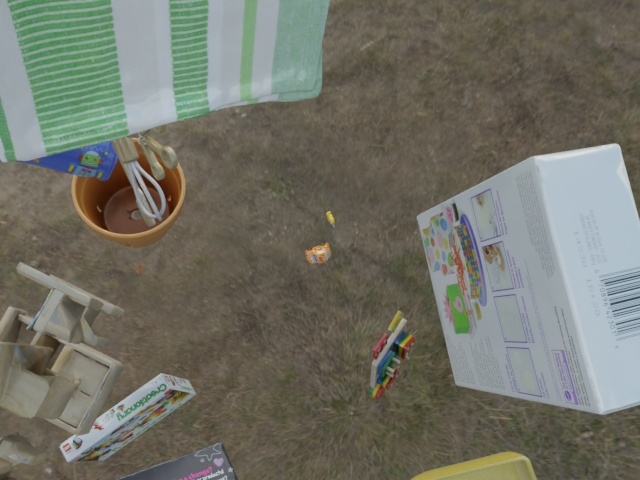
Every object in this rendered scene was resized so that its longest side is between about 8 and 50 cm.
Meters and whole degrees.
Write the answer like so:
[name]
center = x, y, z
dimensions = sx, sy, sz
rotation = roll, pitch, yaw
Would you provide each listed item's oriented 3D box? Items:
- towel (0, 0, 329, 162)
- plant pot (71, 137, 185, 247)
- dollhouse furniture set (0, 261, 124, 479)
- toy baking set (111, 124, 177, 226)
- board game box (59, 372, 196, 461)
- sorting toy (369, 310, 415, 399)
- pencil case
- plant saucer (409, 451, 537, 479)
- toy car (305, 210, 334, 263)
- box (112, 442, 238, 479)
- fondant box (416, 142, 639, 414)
[towel]
center = -0.138, -0.188, 0.572
dimensions = 0.325, 0.247, 0.038
rotation = -16, 58, -19
[plant pot]
center = -0.515, -0.108, 1.821
dimensions = 0.291, 0.203, 0.290
rotation = 3, 69, -8
[dollhouse furniture set]
center = -0.551, 0.232, 1.185
dimensions = 0.257, 0.394, 0.362
rotation = 25, 79, 5
[toy baking set]
center = -0.263, -0.131, 0.896
dimensions = 0.030, 0.256, 0.196
rotation = -26, 69, -32
[board game box]
center = -0.484, 0.456, 1.691
dimensions = 0.305, 0.193, 0.053
rotation = -35, 71, -2
[sorting toy]
center = 0.165, 0.257, 1.468
dimensions = 0.046, 0.274, 0.132
rotation = 28, 61, 20
[pencil case]
center = -0.494, -0.191, 1.108
dimensions = 0.306, 0.119, 0.133
rotation = 13, 32, -30
[plant saucer]
center = 0.429, 0.703, 1.782
dimensions = 0.333, 0.081, 0.332
rotation = -18, 117, 14
[toy car]
center = 0.000, 0.000, 1.455
dimensions = 0.060, 0.040, 0.122
rotation = -5, 119, -14
[box]
center = -0.186, 0.368, 0.765
dimensions = 0.163, 0.247, 0.142
rotation = -11, 55, -34
[fondant box]
center = 0.229, 0.052, 0.748
dimensions = 0.096, 0.330, 0.238
rotation = -11, 85, -13
